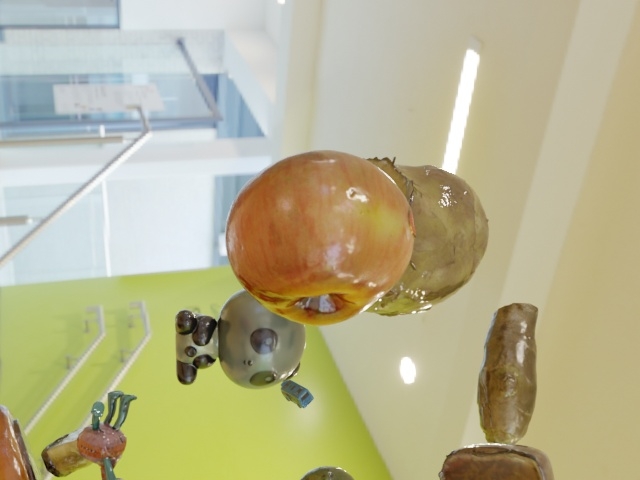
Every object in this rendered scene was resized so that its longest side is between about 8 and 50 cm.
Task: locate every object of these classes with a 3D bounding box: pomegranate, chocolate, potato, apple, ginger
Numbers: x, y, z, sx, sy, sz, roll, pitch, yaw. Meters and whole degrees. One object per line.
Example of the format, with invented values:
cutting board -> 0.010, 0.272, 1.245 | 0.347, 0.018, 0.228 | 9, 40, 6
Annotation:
pomegranate -> 0.023, 0.527, 1.593 | 0.169, 0.149, 0.148 | -125, -146, -48
chocolate -> 0.250, 0.365, 1.011 | 0.161, 0.083, 0.261 | -10, -83, 42
potato -> -0.417, 0.367, 1.427 | 0.066, 0.103, 0.096 | 65, 22, -5
potato -> 0.157, 0.015, 1.388 | 0.288, 0.237, 0.301 | -55, -155, 14
apple -> 0.000, 0.000, 0.872 | 0.209, 0.210, 0.164 | 115, -20, -58
ginger -> 0.344, 0.243, 1.481 | 0.109, 0.116, 0.263 | -23, -135, 51

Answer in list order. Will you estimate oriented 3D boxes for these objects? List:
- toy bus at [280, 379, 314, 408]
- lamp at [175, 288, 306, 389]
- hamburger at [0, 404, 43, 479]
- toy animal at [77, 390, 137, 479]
toy bus -> -0.057, 0.357, 1.900 | 0.083, 0.038, 0.046 | 18, -37, 50
lamp -> -0.148, 0.183, 1.518 | 0.198, 0.244, 0.197 | 178, -90, -79
hamburger -> -0.653, 0.487, 1.524 | 0.330, 0.250, 0.330 | 50, -29, 41
toy animal -> -0.304, 0.328, 1.195 | 0.103, 0.100, 0.208 | -150, -122, -66
